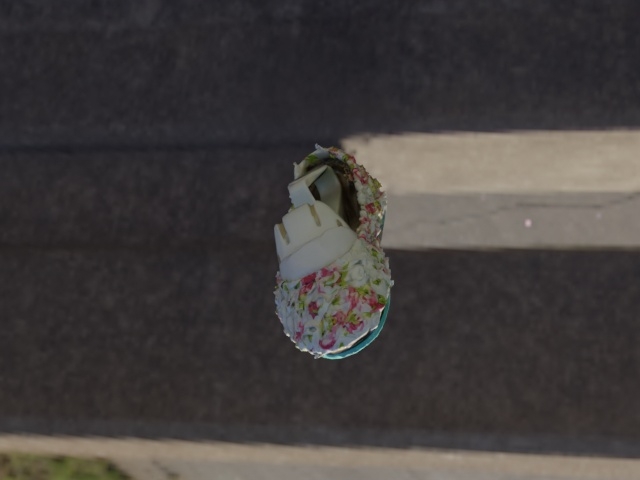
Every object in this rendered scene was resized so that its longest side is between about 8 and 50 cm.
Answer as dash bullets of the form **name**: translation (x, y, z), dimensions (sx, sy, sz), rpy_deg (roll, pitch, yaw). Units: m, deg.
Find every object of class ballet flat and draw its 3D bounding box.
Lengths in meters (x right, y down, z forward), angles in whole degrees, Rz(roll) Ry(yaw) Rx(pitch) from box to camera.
- **ballet flat**: translation (0.000, 0.000, 0.989), dimensions (0.091, 0.241, 0.077), rpy_deg (-28, 109, 11)
